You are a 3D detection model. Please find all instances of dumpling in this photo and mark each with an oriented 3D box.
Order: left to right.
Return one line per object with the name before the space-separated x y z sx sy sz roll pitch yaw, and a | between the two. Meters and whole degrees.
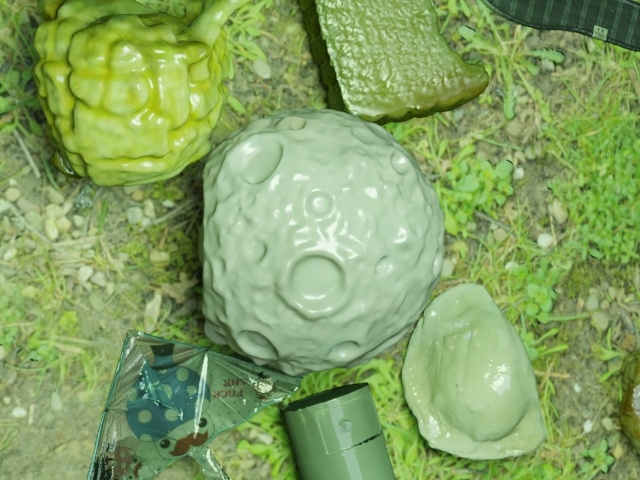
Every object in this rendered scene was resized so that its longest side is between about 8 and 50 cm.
dumpling | 0.202 0.188 1.870 0.179 0.131 0.252 -19 82 5

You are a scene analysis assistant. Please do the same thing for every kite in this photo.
kite | -0.171 0.251 1.749 0.335 0.011 0.314 -32 79 -1

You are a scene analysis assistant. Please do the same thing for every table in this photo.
table | 0.036 0.311 1.796 0.126 0.126 0.220 -17 90 -19

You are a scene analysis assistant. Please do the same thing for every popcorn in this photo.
popcorn | -0.234 -0.200 1.689 0.293 0.293 0.237 -22 130 -19

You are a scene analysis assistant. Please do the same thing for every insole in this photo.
insole | 0.373 -0.350 2.028 0.309 0.012 0.110 17 79 -16

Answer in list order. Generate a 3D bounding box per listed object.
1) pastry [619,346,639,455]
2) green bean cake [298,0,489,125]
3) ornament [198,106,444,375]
pastry | 0.539 0.237 1.986 0.229 0.100 0.218 -41 94 -12
green bean cake | 0.098 -0.281 1.870 0.232 0.124 0.236 -15 90 -18
ornament | 0.000 0.000 1.702 0.337 0.337 0.337 2 85 -18
